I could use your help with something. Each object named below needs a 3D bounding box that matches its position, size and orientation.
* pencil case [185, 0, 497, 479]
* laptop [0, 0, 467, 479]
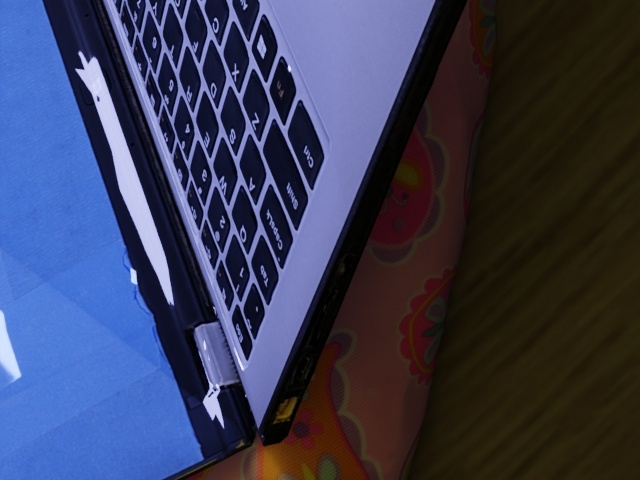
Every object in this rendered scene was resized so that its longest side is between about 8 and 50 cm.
[{"bbox_3d":[0.000,0.000,0.767,0.124,0.124,0.284,9,86,11],"label":"pencil case"},{"bbox_3d":[-0.164,-0.091,0.685,0.236,0.408,0.382,-8,56,-23],"label":"laptop"}]
